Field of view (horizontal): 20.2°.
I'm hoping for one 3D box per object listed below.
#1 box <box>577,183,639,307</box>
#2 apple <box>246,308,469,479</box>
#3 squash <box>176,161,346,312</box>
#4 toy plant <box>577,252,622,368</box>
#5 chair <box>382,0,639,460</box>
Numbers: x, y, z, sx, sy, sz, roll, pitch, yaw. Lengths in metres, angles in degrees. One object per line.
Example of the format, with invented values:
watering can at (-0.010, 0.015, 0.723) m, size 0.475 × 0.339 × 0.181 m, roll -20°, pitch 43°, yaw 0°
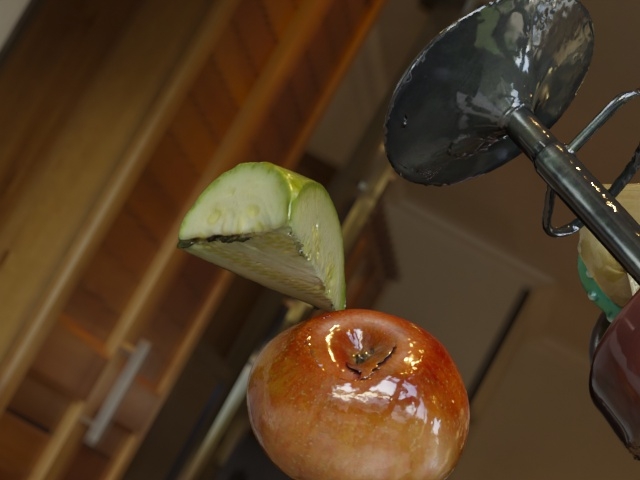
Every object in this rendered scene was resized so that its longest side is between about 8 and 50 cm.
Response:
box at (0.331, 0.009, 1.942) m, size 0.111 × 0.111 × 0.177 m, roll 35°, pitch 25°, yaw -33°
apple at (0.040, 0.166, 1.878) m, size 0.235 × 0.210 × 0.173 m, roll 6°, pitch -48°, yaw -2°
squash at (0.000, 0.000, 1.870) m, size 0.169 × 0.093 × 0.252 m, roll -9°, pitch -25°, yaw 44°
toy plant at (0.407, 0.119, 2.127) m, size 0.279 × 0.185 × 0.400 m, roll 58°, pitch -7°, yaw 16°
chair at (0.245, -0.006, 1.493) m, size 0.401 × 0.226 × 0.226 m, roll 54°, pitch 7°, yaw 35°
